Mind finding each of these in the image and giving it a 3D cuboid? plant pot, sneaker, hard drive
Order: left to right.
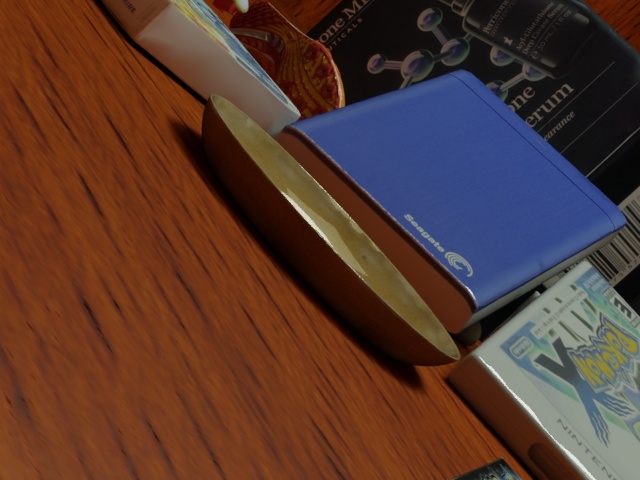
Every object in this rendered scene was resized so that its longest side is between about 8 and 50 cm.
[{"bbox_3d":[-0.018,-0.147,1.689,0.067,0.064,0.175,50,5,-46],"label":"sneaker"},{"bbox_3d":[0.000,0.000,1.263,0.236,0.032,0.236,46,5,-6],"label":"plant pot"},{"bbox_3d":[0.116,-0.043,1.627,0.210,0.040,0.318,44,30,13],"label":"hard drive"}]

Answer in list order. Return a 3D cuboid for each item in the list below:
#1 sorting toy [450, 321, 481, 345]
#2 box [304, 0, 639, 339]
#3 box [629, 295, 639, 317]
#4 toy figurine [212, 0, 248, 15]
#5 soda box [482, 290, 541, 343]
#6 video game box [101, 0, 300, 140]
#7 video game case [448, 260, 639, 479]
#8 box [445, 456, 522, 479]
[{"bbox_3d":[0.049,-0.016,1.663,0.208,0.038,0.193,52,8,36],"label":"sorting toy"},{"bbox_3d":[0.181,-0.109,1.961,0.212,0.293,0.395,40,9,-48],"label":"box"},{"bbox_3d":[0.328,0.047,2.064,0.143,0.270,0.165,42,7,-41],"label":"box"},{"bbox_3d":[-0.141,-0.369,1.579,0.191,0.217,0.362,29,-5,41],"label":"toy figurine"},{"bbox_3d":[0.212,0.124,1.713,0.069,0.074,0.216,44,7,-19],"label":"soda box"},{"bbox_3d":[-0.121,-0.178,1.504,0.187,0.048,0.205,48,5,34],"label":"video game box"},{"bbox_3d":[0.257,0.165,1.505,0.300,0.036,0.329,48,23,7],"label":"video game case"},{"bbox_3d":[0.097,0.158,0.898,0.114,0.036,0.207,48,6,10],"label":"box"}]
